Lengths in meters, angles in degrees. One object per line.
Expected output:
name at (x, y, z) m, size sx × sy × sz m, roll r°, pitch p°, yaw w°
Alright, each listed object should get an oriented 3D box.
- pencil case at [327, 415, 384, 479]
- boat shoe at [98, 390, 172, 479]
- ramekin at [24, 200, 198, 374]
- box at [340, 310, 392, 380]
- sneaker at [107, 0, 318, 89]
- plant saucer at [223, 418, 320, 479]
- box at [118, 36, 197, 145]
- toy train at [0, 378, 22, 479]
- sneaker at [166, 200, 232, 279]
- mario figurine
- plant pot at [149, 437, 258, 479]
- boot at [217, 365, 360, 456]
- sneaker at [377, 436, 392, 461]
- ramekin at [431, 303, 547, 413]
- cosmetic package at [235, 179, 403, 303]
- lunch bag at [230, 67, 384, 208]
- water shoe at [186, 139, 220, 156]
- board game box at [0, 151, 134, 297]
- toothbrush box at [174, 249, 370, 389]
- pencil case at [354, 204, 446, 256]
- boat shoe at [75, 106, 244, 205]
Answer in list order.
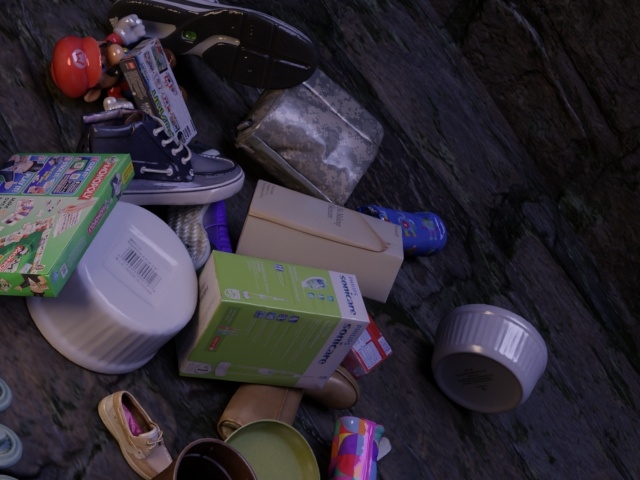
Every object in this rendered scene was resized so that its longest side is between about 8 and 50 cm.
pencil case at (0.061, 0.442, 1.703) m, size 0.104 × 0.104 × 0.236 m, roll 31°, pitch 51°, yaw -33°
boat shoe at (-0.281, 0.310, 1.459) m, size 0.170 × 0.059 × 0.063 m, roll 52°, pitch 33°, yaw -5°
ramekin at (-0.335, 0.069, 1.533) m, size 0.277 × 0.135 × 0.277 m, roll 32°, pitch 40°, yaw -31°
box at (0.014, 0.168, 1.899) m, size 0.257 × 0.123 × 0.128 m, roll 57°, pitch 32°, yaw 3°
sneaker at (-0.213, -0.488, 2.026) m, size 0.448 × 0.169 × 0.257 m, roll 14°, pitch 37°, yaw -4°
plant saucer at (-0.102, 0.421, 1.549) m, size 0.241 × 0.037 × 0.241 m, roll 8°, pitch 78°, yaw -39°
box at (-0.308, -0.271, 1.773) m, size 0.114 × 0.036 × 0.207 m, roll -62°, pitch 139°, yaw -55°
toy train at (-0.470, 0.275, 1.120) m, size 0.190 × 0.142 × 0.334 m, roll 15°, pitch 29°, yaw -38°
sneaker at (-0.219, 0.005, 1.782) m, size 0.146 × 0.102 × 0.293 m, roll 56°, pitch 20°, yaw -34°
mario figurine at (-0.373, -0.333, 1.794) m, size 0.198 × 0.170 × 0.320 m, roll 37°, pitch 20°, yaw 23°
plant pot at (-0.201, 0.405, 1.383) m, size 0.167 × 0.165 × 0.167 m, roll 32°, pitch 39°, yaw -31°
boot at (-0.054, 0.317, 1.726) m, size 0.236 × 0.089 × 0.269 m, roll 35°, pitch 35°, yaw -7°
sneaker at (0.083, 0.409, 1.838) m, size 0.161 × 0.057 × 0.075 m, roll -22°, pitch 85°, yaw -54°
ramekin at (0.382, 0.287, 2.153) m, size 0.273 × 0.273 × 0.127 m, roll 45°, pitch 46°, yaw -16°
cosmetic package at (0.000, 0.000, 1.828) m, size 0.309 × 0.113 × 0.160 m, roll 17°, pitch 25°, yaw -6°
lunch bag at (-0.035, -0.221, 2.096) m, size 0.305 × 0.212 × 0.256 m, roll 41°, pitch 38°, yaw -17°
water shoe at (-0.290, -0.153, 1.864) m, size 0.080 × 0.073 × 0.203 m, roll 35°, pitch 29°, yaw 22°
board game box at (-0.444, -0.035, 1.431) m, size 0.317 × 0.214 × 0.046 m, roll -71°, pitch 160°, yaw -51°
toothbrush box at (-0.090, 0.147, 1.635) m, size 0.283 × 0.206 × 0.122 m, roll 11°, pitch 41°, yaw -25°
pencil case at (0.186, -0.022, 2.290) m, size 0.306 × 0.119 × 0.133 m, roll 3°, pitch 58°, yaw -51°
boat shoe at (-0.282, -0.156, 1.677) m, size 0.341 × 0.158 × 0.127 m, roll -9°, pitch 32°, yaw -35°
